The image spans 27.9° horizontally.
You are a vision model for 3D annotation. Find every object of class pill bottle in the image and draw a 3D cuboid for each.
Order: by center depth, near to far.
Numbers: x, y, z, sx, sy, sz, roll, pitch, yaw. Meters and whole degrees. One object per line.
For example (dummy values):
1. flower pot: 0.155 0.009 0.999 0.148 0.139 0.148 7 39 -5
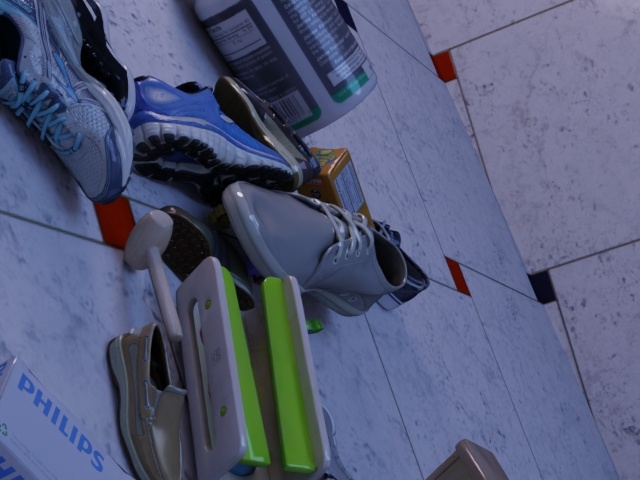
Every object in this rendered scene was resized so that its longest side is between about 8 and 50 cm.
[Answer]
1. pill bottle: -0.078 -0.359 2.107 0.361 0.204 0.204 58 21 -17

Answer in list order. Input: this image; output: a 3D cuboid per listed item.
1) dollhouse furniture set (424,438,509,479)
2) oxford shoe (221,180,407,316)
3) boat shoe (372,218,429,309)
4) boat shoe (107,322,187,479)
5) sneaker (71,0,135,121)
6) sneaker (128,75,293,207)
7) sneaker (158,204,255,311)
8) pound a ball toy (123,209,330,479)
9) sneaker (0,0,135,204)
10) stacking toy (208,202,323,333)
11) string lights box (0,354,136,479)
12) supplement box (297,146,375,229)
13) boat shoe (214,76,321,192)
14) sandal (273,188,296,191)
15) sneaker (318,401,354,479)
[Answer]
1. dollhouse furniture set: 0.246 0.457 1.673 0.394 0.256 0.362 32 19 -39
2. oxford shoe: 0.000 0.000 1.820 0.449 0.130 0.169 30 37 -60
3. boat shoe: 0.087 0.008 2.199 0.301 0.102 0.108 48 25 -37
4. boat shoe: -0.176 0.177 1.382 0.068 0.072 0.190 23 44 -60
5. sneaker: -0.308 -0.234 1.586 0.121 0.079 0.217 30 30 -51
6. sneaker: -0.150 -0.146 1.773 0.330 0.130 0.147 26 43 -58
7. sneaker: -0.154 0.014 1.669 0.192 0.064 0.086 51 16 -30
8. pound a ball toy: -0.129 0.141 1.508 0.208 0.136 0.319 15 46 -32
9. sneaker: -0.316 -0.162 1.464 0.122 0.110 0.283 -19 80 -52
10. stacking toy: -0.069 0.044 1.846 0.221 0.052 0.167 23 44 -61
11. string lights box: -0.267 0.193 0.863 0.133 0.260 0.077 52 22 -25
12. supplement box: 0.030 -0.033 2.037 0.080 0.078 0.233 -51 133 -41
13. boat shoe: -0.081 -0.166 1.964 0.073 0.080 0.223 -19 60 -36
14. sandal: -0.053 -0.089 2.040 0.179 0.067 0.040 3 73 -70
15. sneaker: -0.026 0.285 1.624 0.132 0.086 0.228 34 24 -45
